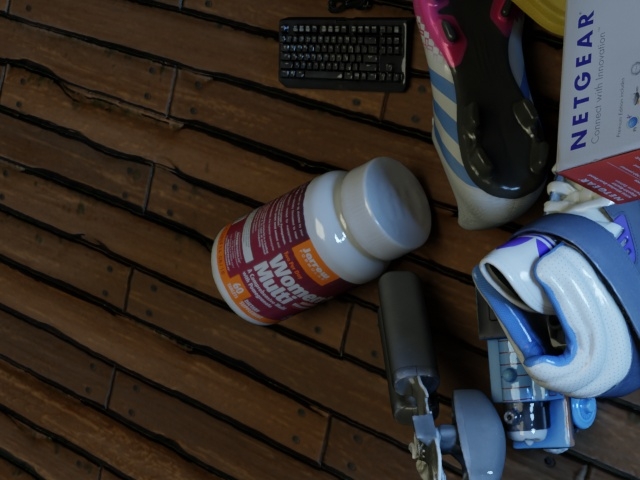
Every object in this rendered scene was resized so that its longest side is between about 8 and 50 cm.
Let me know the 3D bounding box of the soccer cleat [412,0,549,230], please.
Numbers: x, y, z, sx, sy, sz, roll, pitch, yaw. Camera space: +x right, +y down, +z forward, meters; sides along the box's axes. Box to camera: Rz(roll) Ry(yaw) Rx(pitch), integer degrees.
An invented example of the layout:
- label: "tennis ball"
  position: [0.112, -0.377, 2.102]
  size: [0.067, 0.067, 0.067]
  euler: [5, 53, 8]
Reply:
- label: "soccer cleat"
  position: [0.141, -0.165, 1.525]
  size: [0.143, 0.116, 0.331]
  euler: [115, 152, -64]

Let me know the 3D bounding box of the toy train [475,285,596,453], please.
- label: "toy train"
  position: [0.199, 0.108, 1.469]
  size: [0.080, 0.105, 0.184]
  euler: [-7, 84, 41]

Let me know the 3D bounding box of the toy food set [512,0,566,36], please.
- label: "toy food set"
  position: [0.210, -0.284, 1.459]
  size: [0.218, 0.071, 0.128]
  euler: [43, 111, 2]

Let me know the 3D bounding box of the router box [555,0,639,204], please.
- label: "router box"
  position: [0.329, -0.220, 1.211]
  size: [0.301, 0.082, 0.335]
  euler: [-17, 59, 45]

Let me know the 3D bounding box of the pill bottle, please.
- label: "pill bottle"
  position: [0.000, 0.000, 1.638]
  size: [0.221, 0.121, 0.121]
  euler: [-26, 72, 38]

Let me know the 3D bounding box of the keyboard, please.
- label: "keyboard"
  position: [0.024, -0.215, 1.687]
  size: [0.180, 0.023, 0.108]
  euler: [7, 94, 41]

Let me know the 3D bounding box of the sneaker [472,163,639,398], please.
- label: "sneaker"
  position: [0.229, -0.026, 1.353]
  size: [0.130, 0.236, 0.323]
  euler: [-9, 85, 47]

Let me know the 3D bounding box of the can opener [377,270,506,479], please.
- label: "can opener"
  position: [0.114, 0.137, 1.508]
  size: [0.283, 0.095, 0.076]
  euler: [-96, 4, -52]
